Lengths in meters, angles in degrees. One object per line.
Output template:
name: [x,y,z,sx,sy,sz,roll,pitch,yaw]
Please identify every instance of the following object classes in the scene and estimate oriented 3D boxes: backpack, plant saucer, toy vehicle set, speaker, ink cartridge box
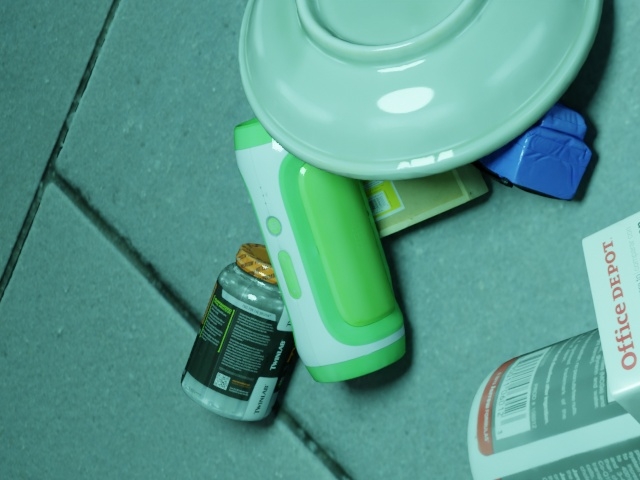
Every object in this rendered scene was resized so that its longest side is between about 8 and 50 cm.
backpack: [0.214,-0.103,1.866,0.120,0.098,0.101,32,99,57]
plant saucer: [0.088,-0.256,1.872,0.400,0.100,0.400,-10,58,16]
toy vehicle set: [0.051,-0.085,2.020,0.267,0.035,0.166,-23,92,45]
speaker: [0.000,0.000,1.986,0.131,0.131,0.297,-10,101,45]
ink cartridge box: [0.342,0.037,1.448,0.237,0.100,0.172,-28,43,25]

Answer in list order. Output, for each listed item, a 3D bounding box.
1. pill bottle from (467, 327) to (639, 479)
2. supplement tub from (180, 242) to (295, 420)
pill bottle: [0.327,0.162,1.627,0.363,0.210,0.210,-24,68,42]
supplement tub: [-0.083,0.107,2.131,0.117,0.117,0.190,35,110,43]
